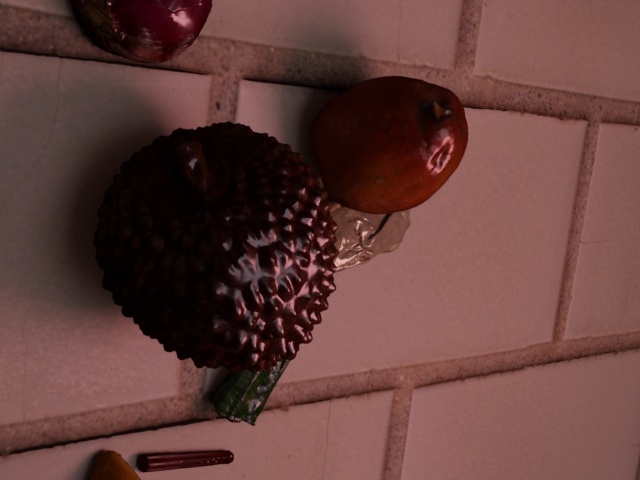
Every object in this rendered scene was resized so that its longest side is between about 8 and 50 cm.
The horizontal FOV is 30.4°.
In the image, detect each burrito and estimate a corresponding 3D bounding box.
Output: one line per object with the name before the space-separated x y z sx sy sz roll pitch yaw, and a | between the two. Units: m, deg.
burrito | 0.000 0.000 1.752 0.392 0.076 0.117 -17 115 -43

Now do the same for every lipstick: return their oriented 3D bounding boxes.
lipstick | -0.188 0.314 1.683 0.176 0.027 0.027 8 96 -50

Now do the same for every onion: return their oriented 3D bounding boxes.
onion | -0.191 -0.323 1.410 0.218 0.139 0.195 -48 126 -32

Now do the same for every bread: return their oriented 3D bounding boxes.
bread | -0.261 0.370 1.539 0.054 0.136 0.154 20 90 -66

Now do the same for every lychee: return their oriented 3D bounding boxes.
lychee | -0.123 0.008 1.456 0.306 0.306 0.330 -49 145 -26

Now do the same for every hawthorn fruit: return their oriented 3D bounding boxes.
hawthorn fruit | 0.113 -0.145 1.688 0.210 0.262 0.211 7 76 -30

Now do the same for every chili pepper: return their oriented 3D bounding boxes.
chili pepper | -0.076 0.156 1.697 0.088 0.059 0.227 25 96 -47
